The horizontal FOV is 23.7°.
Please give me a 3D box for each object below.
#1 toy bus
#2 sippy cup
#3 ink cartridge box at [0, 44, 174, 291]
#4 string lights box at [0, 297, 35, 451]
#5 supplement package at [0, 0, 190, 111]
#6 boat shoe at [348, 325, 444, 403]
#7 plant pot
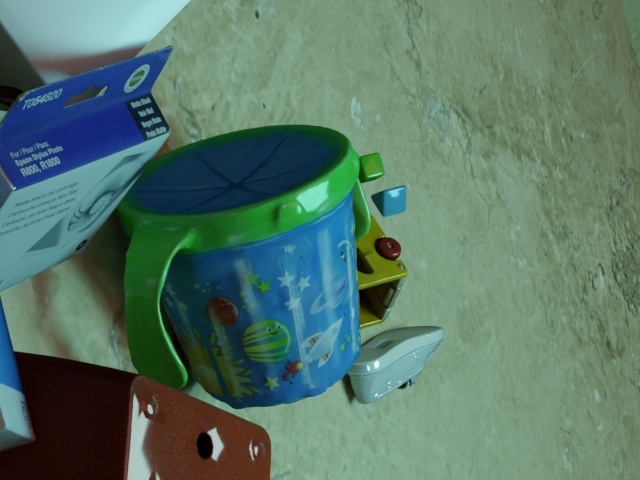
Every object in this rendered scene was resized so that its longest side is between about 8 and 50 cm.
[{"bbox_3d":[0.007,0.005,1.684,0.104,0.202,0.191,-14,100,-29],"label":"toy bus"},{"bbox_3d":[-0.061,0.032,1.475,0.305,0.240,0.224,-19,112,-16],"label":"sippy cup"},{"bbox_3d":[-0.216,-0.046,1.237,0.045,0.224,0.223,44,31,9],"label":"ink cartridge box"},{"bbox_3d":[-0.302,0.033,1.074,0.077,0.133,0.260,66,8,-75],"label":"string lights box"},{"bbox_3d":[-0.247,-0.265,1.257,0.204,0.145,0.262,-49,125,-25],"label":"supplement package"},{"bbox_3d":[0.094,0.148,1.829,0.184,0.066,0.063,-26,113,-60],"label":"boat shoe"},{"bbox_3d":[-0.185,0.223,1.165,0.267,0.235,0.267,32,53,-50],"label":"plant pot"}]
